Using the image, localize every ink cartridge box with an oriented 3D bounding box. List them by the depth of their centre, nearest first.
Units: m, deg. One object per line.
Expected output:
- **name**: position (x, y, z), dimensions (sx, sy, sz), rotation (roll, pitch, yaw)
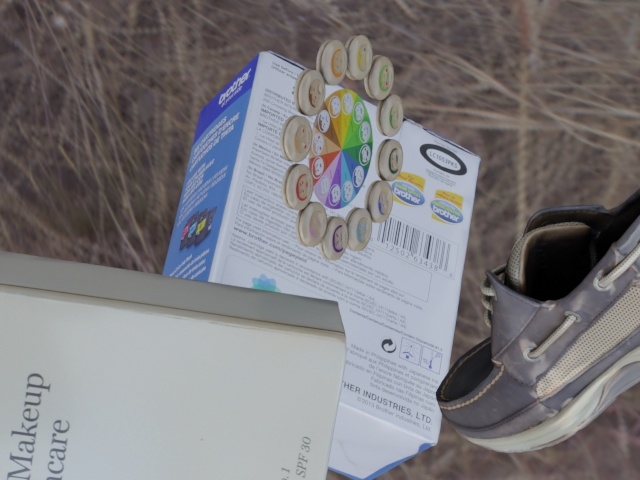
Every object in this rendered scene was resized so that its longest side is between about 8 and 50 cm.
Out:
- **ink cartridge box**: position (0.000, 0.000, 1.674), dimensions (0.270, 0.151, 0.395), rotation (25, 58, -22)

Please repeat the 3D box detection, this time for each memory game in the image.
- **memory game**: position (0.021, -0.075, 1.384), dimensions (0.186, 0.012, 0.186), rotation (-20, 114, -55)

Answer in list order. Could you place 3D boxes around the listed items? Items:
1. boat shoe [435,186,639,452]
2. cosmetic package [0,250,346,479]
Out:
- **boat shoe**: position (0.182, 0.034, 1.171), dimensions (0.130, 0.355, 0.132), rotation (42, 49, -8)
- **cosmetic package**: position (-0.149, 0.098, 1.023), dimensions (0.309, 0.113, 0.160), rotation (7, 100, -4)
